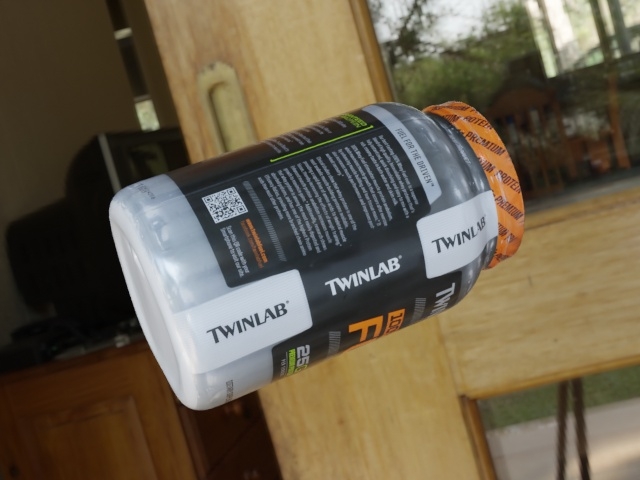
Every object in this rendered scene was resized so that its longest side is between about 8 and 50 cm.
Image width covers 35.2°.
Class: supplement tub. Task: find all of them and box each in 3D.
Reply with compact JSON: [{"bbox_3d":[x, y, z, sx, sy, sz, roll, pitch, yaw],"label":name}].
[{"bbox_3d":[0.000,0.000,0.513,0.190,0.117,0.117,-21,6,-17],"label":"supplement tub"}]
